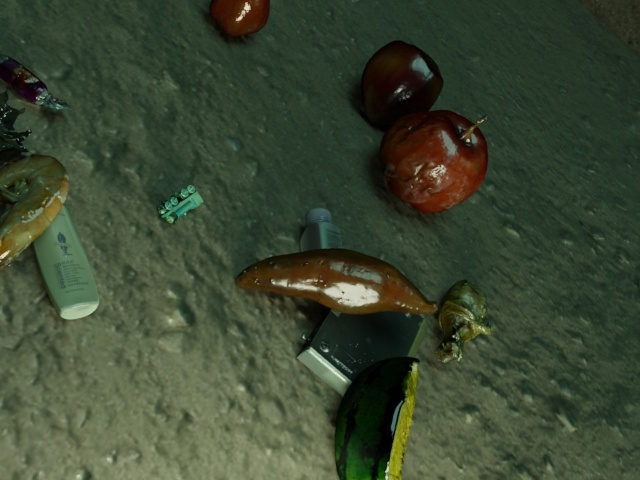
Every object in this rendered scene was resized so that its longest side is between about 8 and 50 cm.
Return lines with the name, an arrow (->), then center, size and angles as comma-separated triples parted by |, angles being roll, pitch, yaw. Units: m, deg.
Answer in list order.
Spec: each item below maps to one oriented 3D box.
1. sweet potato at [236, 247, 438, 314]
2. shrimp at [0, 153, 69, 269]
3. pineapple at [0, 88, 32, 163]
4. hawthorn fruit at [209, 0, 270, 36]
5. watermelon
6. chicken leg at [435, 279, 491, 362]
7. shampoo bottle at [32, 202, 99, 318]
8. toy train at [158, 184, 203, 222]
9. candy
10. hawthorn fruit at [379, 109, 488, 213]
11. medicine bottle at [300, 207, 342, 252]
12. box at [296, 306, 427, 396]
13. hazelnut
sweet potato -> 0.037, 0.070, 1.395 | 0.359, 0.112, 0.112 | 15, 47, -5
shrimp -> -0.462, -0.037, 1.150 | 0.133, 0.053, 0.236 | 27, 64, 2
pineapple -> -0.544, -0.227, 1.219 | 0.251, 0.125, 0.125 | 53, 41, 0
hawthorn fruit -> -0.171, -0.522, 1.737 | 0.133, 0.138, 0.132 | 19, 48, -23
watermelon -> 0.103, 0.308, 1.304 | 0.129, 0.123, 0.301 | 48, 47, -39
chicken leg -> 0.285, 0.171, 1.591 | 0.103, 0.088, 0.227 | 46, 36, -20
shampoo bottle -> -0.391, 0.016, 1.188 | 0.072, 0.049, 0.212 | -13, 65, -30
toy train -> -0.247, -0.063, 1.389 | 0.045, 0.029, 0.092 | 57, 44, -11
candy -> -0.500, -0.269, 1.336 | 0.175, 0.043, 0.045 | 40, 43, -1
hawthorn fruit -> 0.269, -0.191, 1.730 | 0.242, 0.272, 0.241 | 22, 54, -33
medicine bottle -> 0.000, 0.000, 1.502 | 0.055, 0.074, 0.117 | 16, 48, -29
box -> 0.083, 0.174, 1.453 | 0.211, 0.045, 0.270 | 43, 41, -5
hazelnut -> 0.184, -0.360, 1.882 | 0.208, 0.208, 0.208 | 22, 46, -25
